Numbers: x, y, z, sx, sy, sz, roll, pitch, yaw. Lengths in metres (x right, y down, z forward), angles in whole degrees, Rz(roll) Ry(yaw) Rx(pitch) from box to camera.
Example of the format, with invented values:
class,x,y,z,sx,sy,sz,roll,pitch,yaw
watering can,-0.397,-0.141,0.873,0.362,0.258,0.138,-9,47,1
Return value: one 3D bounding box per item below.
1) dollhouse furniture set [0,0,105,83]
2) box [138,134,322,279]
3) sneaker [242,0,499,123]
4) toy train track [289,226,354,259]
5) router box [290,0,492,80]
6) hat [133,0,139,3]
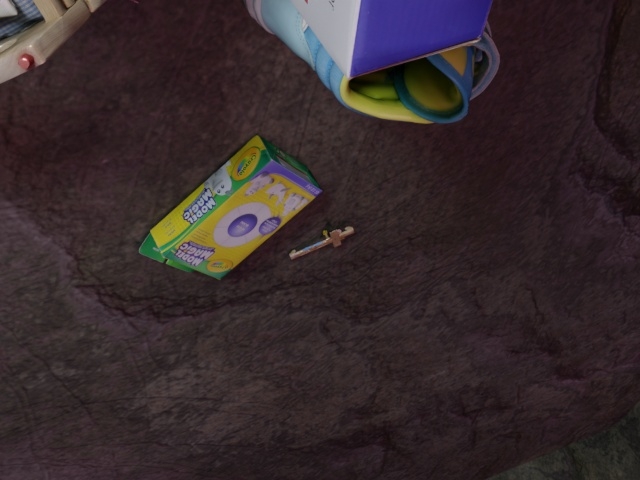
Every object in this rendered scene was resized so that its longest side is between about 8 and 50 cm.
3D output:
class,x,y,z,sx,sy,sz,roll,pitch,yaw
dollhouse furniture set,-0.225,-0.139,0.489,0.184,0.129,0.129,-17,119,22
box,-0.096,-0.024,0.990,0.179,0.043,0.105,-39,149,15
sneaker,0.117,-0.199,0.757,0.319,0.208,0.127,-27,149,-10
toy train track,0.000,0.000,1.143,0.083,0.014,0.048,-24,157,-2
router box,-0.006,-0.294,0.409,0.082,0.301,0.335,-20,149,-20
hat,-0.144,-0.263,0.591,0.208,0.173,0.183,-37,-168,26
